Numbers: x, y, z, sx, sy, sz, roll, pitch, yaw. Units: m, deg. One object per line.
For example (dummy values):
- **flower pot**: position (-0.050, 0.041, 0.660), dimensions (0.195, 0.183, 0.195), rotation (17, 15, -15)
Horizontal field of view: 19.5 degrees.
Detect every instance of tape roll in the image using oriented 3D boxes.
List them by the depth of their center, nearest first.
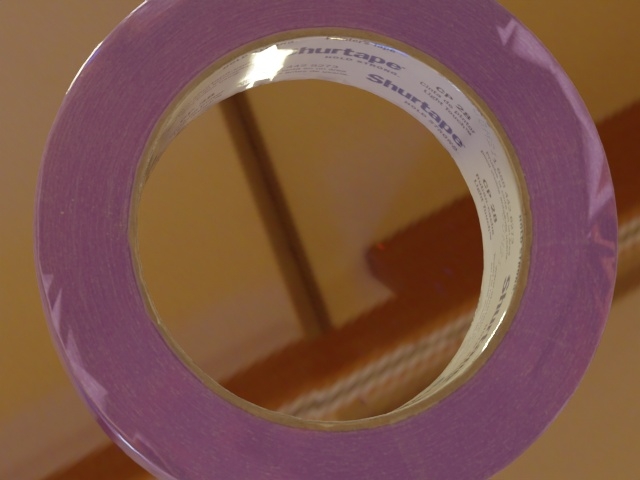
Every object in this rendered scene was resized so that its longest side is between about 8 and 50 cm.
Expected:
- **tape roll**: position (0.000, 0.000, 0.904), dimensions (0.275, 0.090, 0.274), rotation (1, -99, -7)
